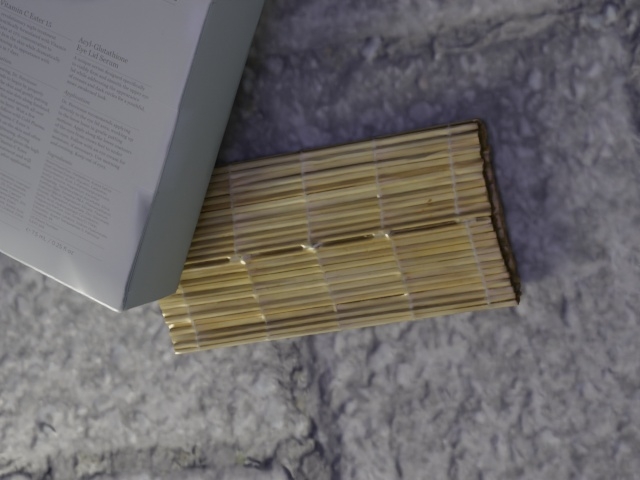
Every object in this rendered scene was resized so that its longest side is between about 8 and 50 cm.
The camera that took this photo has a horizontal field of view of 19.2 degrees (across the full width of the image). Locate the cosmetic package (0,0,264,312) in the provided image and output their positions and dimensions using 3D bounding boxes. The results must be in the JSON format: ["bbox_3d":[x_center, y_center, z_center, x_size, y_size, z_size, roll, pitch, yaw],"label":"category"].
[{"bbox_3d":[-0.254,-0.149,1.563,0.377,0.097,0.284,26,112,21],"label":"cosmetic package"}]

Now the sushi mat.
[{"bbox_3d":[0.000,0.000,1.533,0.317,0.019,0.151,-9,96,25],"label":"sushi mat"}]
